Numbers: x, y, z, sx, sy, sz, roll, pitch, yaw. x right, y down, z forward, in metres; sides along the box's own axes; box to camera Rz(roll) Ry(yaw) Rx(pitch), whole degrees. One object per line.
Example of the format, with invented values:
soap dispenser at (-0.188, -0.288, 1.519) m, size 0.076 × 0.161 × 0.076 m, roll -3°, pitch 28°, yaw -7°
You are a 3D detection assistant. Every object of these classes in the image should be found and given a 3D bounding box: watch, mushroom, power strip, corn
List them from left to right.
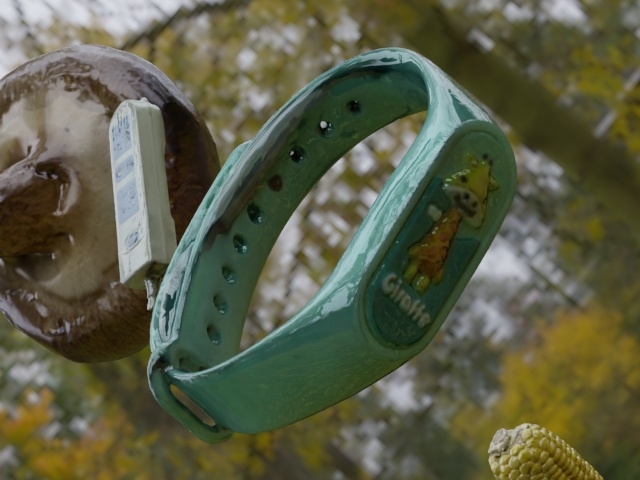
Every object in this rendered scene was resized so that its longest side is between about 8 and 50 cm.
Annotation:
mushroom at (-0.255, -0.046, 2.161) m, size 0.345 × 0.345 × 0.239 m, roll -52°, pitch 3°, yaw 13°
power strip at (-0.141, -0.031, 1.560) m, size 0.030 × 0.191 × 0.047 m, roll 13°, pitch -33°, yaw -36°
watch at (0.000, 0.000, 1.039) m, size 0.195 × 0.068 × 0.237 m, roll 1°, pitch 55°, yaw 50°
corn at (0.217, 0.225, 1.638) m, size 0.067 × 0.206 × 0.067 m, roll -40°, pitch 20°, yaw 18°
